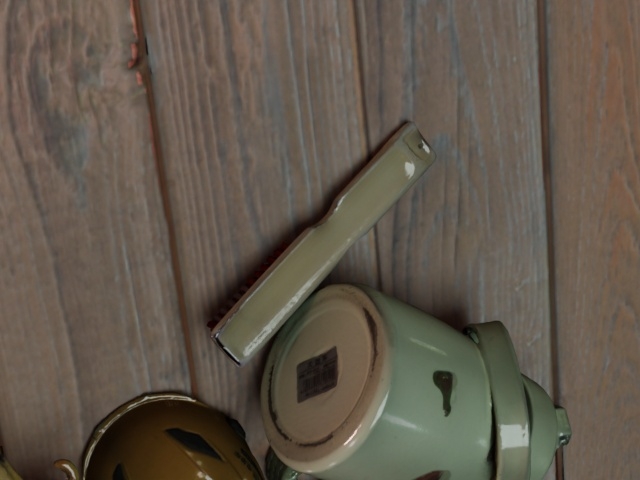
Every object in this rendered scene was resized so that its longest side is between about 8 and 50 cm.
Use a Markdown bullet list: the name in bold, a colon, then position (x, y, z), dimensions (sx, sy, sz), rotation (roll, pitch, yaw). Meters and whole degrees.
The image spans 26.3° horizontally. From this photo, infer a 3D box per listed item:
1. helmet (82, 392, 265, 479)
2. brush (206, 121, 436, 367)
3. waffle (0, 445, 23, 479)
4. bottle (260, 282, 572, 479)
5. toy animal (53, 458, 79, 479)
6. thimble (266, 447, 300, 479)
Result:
- **helmet**: position (-0.143, 0.282, 1.454), dimensions (0.198, 0.130, 0.224), rotation (-35, 119, -13)
- **brush**: position (0.000, 0.000, 1.468), dimensions (0.321, 0.050, 0.060), rotation (-46, 119, -12)
- **waffle**: position (-0.463, 0.185, 1.229), dimensions (0.261, 0.114, 0.376), rotation (-42, 128, -19)
- **bottle**: position (0.133, 0.192, 1.503), dimensions (0.351, 0.229, 0.229), rotation (25, 97, -34)
- **toy animal**: position (-0.256, 0.327, 1.381), dimensions (0.099, 0.057, 0.241), rotation (-15, 116, -14)
- **thimble**: position (-0.011, 0.272, 1.551), dimensions (0.084, 0.062, 0.110), rotation (-32, 119, -9)
